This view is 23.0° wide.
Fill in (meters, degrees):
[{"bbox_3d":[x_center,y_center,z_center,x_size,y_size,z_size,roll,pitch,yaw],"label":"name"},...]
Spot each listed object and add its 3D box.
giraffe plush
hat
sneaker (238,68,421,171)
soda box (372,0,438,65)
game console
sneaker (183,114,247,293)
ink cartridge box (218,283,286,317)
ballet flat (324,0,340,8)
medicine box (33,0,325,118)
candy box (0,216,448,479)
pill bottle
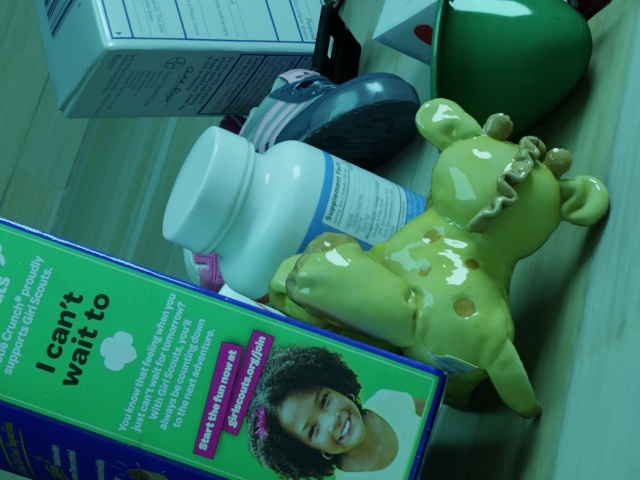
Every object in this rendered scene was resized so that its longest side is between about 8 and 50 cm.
[{"bbox_3d":[0.088,0.003,1.037,0.170,0.181,0.210,-62,25,-12],"label":"giraffe plush"},{"bbox_3d":[0.188,-0.130,1.120,0.208,0.184,0.173,69,-147,-49],"label":"hat"},{"bbox_3d":[-0.009,-0.117,1.484,0.319,0.112,0.131,-32,59,59],"label":"sneaker"},{"bbox_3d":[0.125,-0.214,1.334,0.216,0.069,0.074,-18,51,67],"label":"soda box"},{"bbox_3d":[-0.001,-0.165,1.639,0.071,0.107,0.122,-16,45,26],"label":"game console"},{"bbox_3d":[-0.101,-0.021,1.724,0.111,0.103,0.252,-58,13,39],"label":"sneaker"},{"bbox_3d":[-0.047,0.099,1.301,0.198,0.115,0.067,-56,-25,-4],"label":"ink cartridge box"},{"bbox_3d":[0.037,-0.359,1.790,0.079,0.077,0.221,41,113,53],"label":"ballet flat"},{"bbox_3d":[-0.160,-0.283,1.751,0.149,0.289,0.263,-45,55,51],"label":"medicine box"},{"bbox_3d":[-0.100,0.117,1.061,0.268,0.317,0.122,112,175,-71],"label":"candy box"},{"bbox_3d":[0.000,0.000,1.172,0.124,0.221,0.124,-56,20,33],"label":"pill bottle"}]
